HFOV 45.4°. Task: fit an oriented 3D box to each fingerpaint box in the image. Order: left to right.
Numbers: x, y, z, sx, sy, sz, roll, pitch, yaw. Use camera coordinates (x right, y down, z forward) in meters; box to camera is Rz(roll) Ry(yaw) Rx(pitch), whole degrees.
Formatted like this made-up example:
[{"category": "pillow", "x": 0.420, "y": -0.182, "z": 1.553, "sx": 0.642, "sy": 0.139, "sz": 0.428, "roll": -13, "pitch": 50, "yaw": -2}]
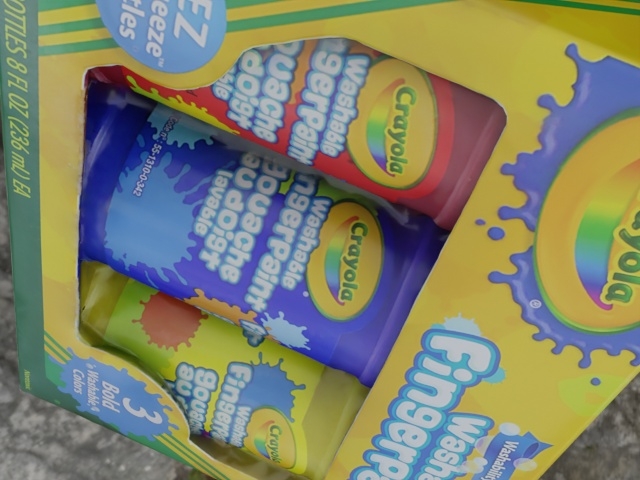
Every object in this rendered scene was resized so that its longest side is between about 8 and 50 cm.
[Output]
[{"category": "fingerpaint box", "x": 0.000, "y": 0.000, "z": 0.495, "sx": 0.371, "sy": 0.163, "sz": 0.445, "roll": 24, "pitch": 134, "yaw": 3}]
